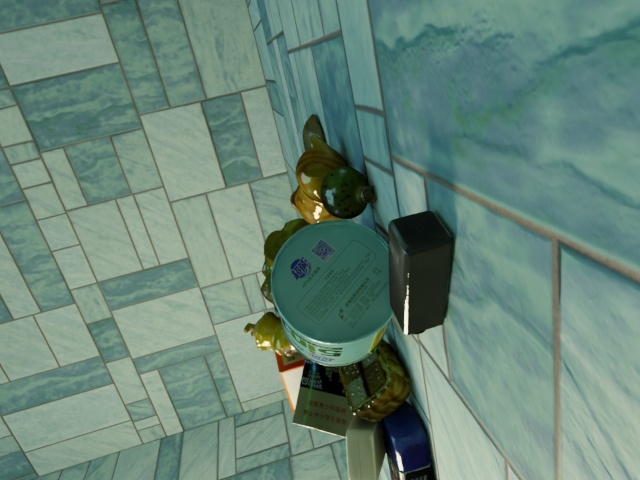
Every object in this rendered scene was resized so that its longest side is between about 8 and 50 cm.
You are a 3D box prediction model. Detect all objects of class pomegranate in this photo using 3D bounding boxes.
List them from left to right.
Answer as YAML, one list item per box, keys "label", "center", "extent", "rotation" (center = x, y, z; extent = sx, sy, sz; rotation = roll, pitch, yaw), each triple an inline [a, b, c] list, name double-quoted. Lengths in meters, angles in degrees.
- label: "pomegranate"
  center: [0.059, -0.108, 1.049]
  extent: [0.130, 0.130, 0.131]
  rotation: [165, 90, -84]

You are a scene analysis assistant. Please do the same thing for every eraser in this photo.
- label: "eraser"
  center: [0.243, 0.613, 1.231]
  extent: [0.155, 0.101, 0.333]
  rotation: [-119, 14, -67]

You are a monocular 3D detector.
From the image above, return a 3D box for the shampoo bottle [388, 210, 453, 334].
- label: "shampoo bottle"
  center: [0.161, 0.070, 0.744]
  extent: [0.080, 0.079, 0.246]
  rotation: [-110, 8, -46]

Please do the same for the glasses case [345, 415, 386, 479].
- label: "glasses case"
  center: [0.147, 0.557, 1.306]
  extent: [0.336, 0.076, 0.144]
  rotation: [3, -98, -74]

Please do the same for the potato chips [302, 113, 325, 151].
- label: "potato chips"
  center: [-0.022, -0.318, 1.531]
  extent: [0.208, 0.061, 0.196]
  rotation: [95, 157, -67]

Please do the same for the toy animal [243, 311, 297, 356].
- label: "toy animal"
  center: [-0.141, 0.313, 1.514]
  extent: [0.156, 0.229, 0.156]
  rotation: [4, -90, -72]

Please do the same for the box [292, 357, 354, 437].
- label: "box"
  center: [0.040, 0.441, 1.425]
  extent: [0.084, 0.197, 0.311]
  rotation: [54, -133, -70]

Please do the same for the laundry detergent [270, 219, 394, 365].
- label: "laundry detergent"
  center: [0.037, 0.145, 1.093]
  extent: [0.305, 0.286, 0.288]
  rotation: [89, 165, -64]

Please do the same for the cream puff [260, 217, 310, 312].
- label: "cream puff"
  center: [-0.054, 0.112, 1.494]
  extent: [0.275, 0.377, 0.379]
  rotation: [-37, -63, -57]

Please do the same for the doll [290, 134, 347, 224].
- label: "doll"
  center: [0.004, -0.153, 1.279]
  extent: [0.270, 0.162, 0.167]
  rotation: [105, 165, -58]

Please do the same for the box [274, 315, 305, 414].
- label: "box"
  center: [0.015, 0.430, 1.694]
  extent: [0.257, 0.348, 0.319]
  rotation: [-113, 8, -50]

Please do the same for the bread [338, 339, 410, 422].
- label: "bread"
  center: [0.145, 0.371, 1.239]
  extent: [0.096, 0.181, 0.222]
  rotation: [36, -165, -25]
